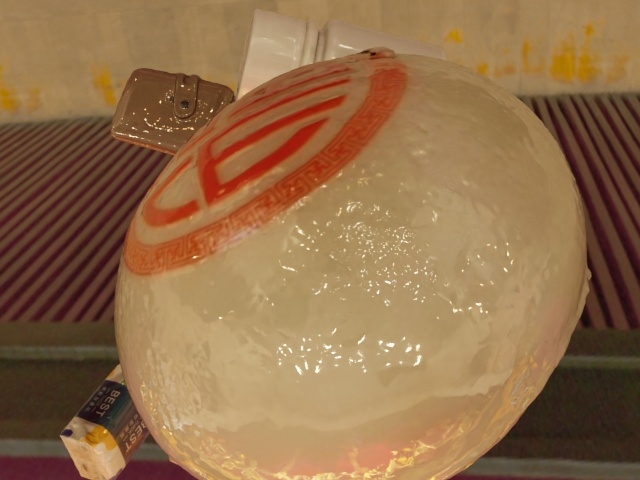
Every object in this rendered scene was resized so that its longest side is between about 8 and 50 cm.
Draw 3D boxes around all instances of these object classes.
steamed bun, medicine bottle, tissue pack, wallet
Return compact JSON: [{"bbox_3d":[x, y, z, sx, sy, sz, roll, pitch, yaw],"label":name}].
[{"bbox_3d":[0.000,0.000,0.483,0.283,0.283,0.177,-27,118,18],"label":"steamed bun"},{"bbox_3d":[0.022,-0.197,1.042,0.237,0.139,0.139,10,116,-11],"label":"medicine bottle"},{"bbox_3d":[-0.174,0.155,0.724,0.042,0.083,0.062,9,133,26],"label":"tissue pack"},{"bbox_3d":[-0.199,-0.173,1.159,0.153,0.039,0.118,13,74,10],"label":"wallet"}]
